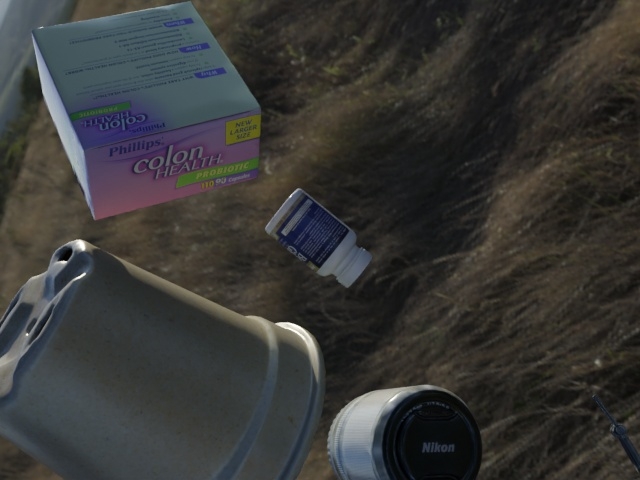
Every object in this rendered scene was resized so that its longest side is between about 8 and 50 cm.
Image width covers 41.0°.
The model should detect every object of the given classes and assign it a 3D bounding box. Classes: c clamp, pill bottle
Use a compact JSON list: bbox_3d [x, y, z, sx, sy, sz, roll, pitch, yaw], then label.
[{"bbox_3d":[0.439,0.288,1.224,0.022,0.160,0.137,-32,65,8],"label":"c clamp"},{"bbox_3d":[0.000,0.000,1.421,0.094,0.169,0.094,-51,1,1],"label":"pill bottle"}]

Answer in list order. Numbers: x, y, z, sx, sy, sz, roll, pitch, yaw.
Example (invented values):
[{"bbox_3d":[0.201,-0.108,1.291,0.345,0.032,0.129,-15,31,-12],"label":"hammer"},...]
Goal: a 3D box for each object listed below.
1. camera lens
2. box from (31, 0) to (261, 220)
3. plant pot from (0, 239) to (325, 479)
[{"bbox_3d":[0.154,0.386,1.603,0.274,0.219,0.219,151,133,-65],"label":"camera lens"},{"bbox_3d":[-0.219,-0.170,1.073,0.243,0.213,0.117,57,154,36],"label":"box"},{"bbox_3d":[-0.217,0.170,0.994,0.334,0.305,0.334,-39,30,27],"label":"plant pot"}]
